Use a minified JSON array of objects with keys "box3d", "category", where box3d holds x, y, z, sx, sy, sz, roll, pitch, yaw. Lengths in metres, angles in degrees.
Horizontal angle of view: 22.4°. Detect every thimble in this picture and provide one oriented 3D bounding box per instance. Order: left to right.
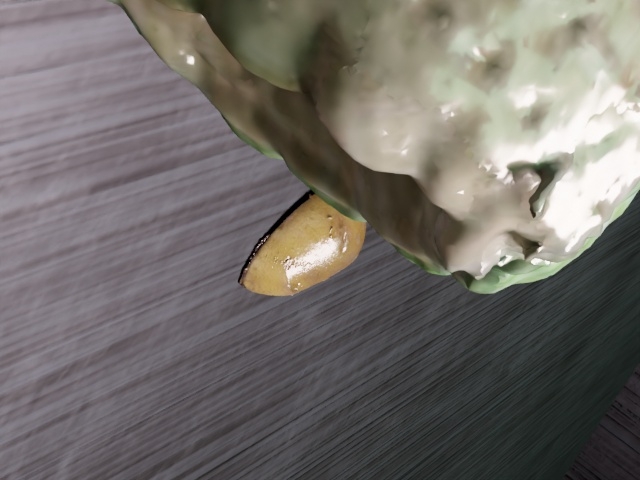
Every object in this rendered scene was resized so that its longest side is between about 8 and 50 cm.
[{"box3d":[0.023,-0.094,0.461,0.150,0.219,0.219,-51,162,-4],"category":"thimble"}]

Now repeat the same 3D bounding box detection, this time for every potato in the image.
[{"box3d":[0.001,-0.001,0.882,0.093,0.036,0.037,-41,162,-31],"category":"potato"}]
